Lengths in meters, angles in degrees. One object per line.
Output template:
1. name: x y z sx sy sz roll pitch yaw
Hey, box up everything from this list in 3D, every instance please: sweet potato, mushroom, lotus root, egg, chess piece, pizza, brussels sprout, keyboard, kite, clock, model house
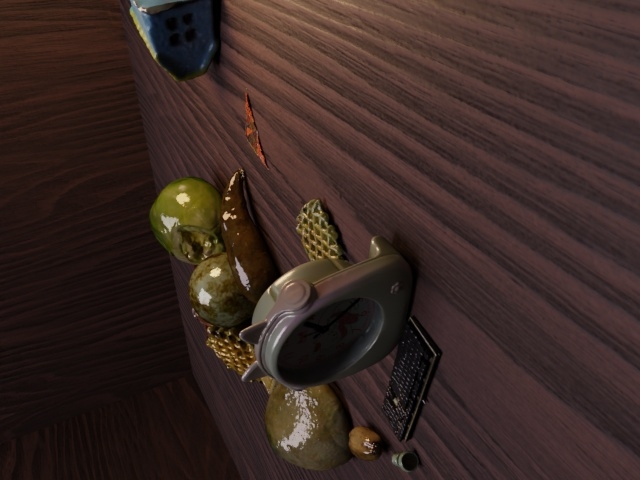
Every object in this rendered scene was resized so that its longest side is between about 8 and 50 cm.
1. sweet potato: -0.222 0.000 1.818 0.130 0.131 0.422 142 114 -67
2. mushroom: -0.056 0.460 1.668 0.292 0.212 0.217 -121 17 -47
3. lotus root: 0.105 0.480 1.452 0.152 0.063 0.072 -173 87 -66
4. egg: -0.299 0.152 1.963 0.289 0.238 0.238 -124 20 -79
5. chess piece: 0.176 0.470 1.309 0.093 0.042 0.042 120 130 -70
6. pizza: -0.319 0.277 2.130 0.161 0.305 0.085 -2 64 38
7. brussels sprout: -0.436 -0.053 2.089 0.344 0.268 0.344 42 141 46
8. keyboard: 0.170 0.282 1.197 0.106 0.027 0.317 55 152 39
9. kite: -0.188 -0.291 1.668 0.125 0.008 0.222 178 76 -70
10. clock: 0.002 0.143 1.095 0.108 0.324 0.265 54 150 40
11. model house: -0.406 -0.604 1.695 0.237 0.216 0.303 60 159 27

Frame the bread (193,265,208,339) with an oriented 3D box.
1. bread: -0.415 0.236 2.406 0.295 0.114 0.327 -130 31 -72

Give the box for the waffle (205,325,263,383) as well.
1. waffle: -0.251 0.395 2.083 0.329 0.062 0.329 22 147 16

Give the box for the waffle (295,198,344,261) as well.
1. waffle: 0.000 0.000 1.386 0.183 0.036 0.169 68 156 7

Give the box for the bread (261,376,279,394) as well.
1. bread: -0.122 0.372 1.865 0.140 0.106 0.236 57 154 32
